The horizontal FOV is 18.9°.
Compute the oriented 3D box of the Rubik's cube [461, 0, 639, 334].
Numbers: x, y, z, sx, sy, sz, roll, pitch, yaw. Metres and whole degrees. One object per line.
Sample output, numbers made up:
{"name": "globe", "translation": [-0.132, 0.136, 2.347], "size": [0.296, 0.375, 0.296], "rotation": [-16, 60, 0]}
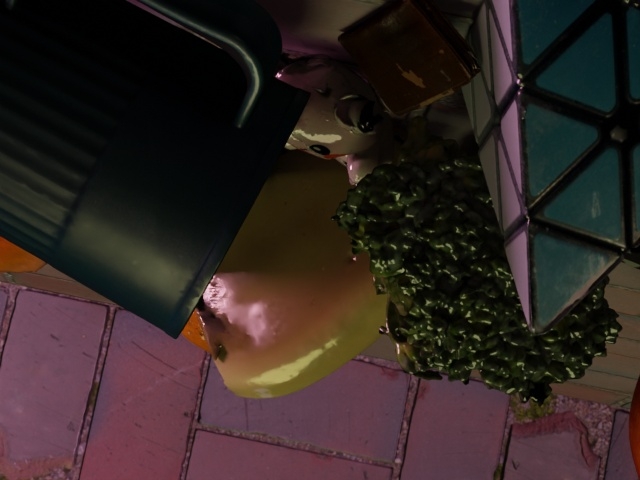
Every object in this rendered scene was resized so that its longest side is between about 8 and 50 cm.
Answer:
{"name": "Rubik's cube", "translation": [0.209, -0.109, 1.552], "size": [0.233, 0.229, 0.228], "rotation": [-48, 173, 36]}

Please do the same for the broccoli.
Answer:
{"name": "broccoli", "translation": [0.144, 0.011, 1.816], "size": [0.248, 0.288, 0.245], "rotation": [-23, -151, -14]}

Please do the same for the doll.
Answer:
{"name": "doll", "translation": [0.013, -0.114, 1.813], "size": [0.149, 0.095, 0.192], "rotation": [35, 177, 22]}

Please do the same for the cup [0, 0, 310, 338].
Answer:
{"name": "cup", "translation": [-0.187, -0.095, 1.624], "size": [0.292, 0.242, 0.308], "rotation": [29, 166, -2]}

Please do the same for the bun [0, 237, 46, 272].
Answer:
{"name": "bun", "translation": [-0.405, -0.093, 2.198], "size": [0.299, 0.164, 0.299], "rotation": [17, 154, 8]}

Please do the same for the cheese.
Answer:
{"name": "cheese", "translation": [0.000, 0.000, 2.014], "size": [0.316, 0.259, 0.128], "rotation": [-32, 167, 20]}

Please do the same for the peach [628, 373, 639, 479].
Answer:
{"name": "peach", "translation": [0.560, 0.233, 2.394], "size": [0.388, 0.388, 0.388], "rotation": [11, 169, 2]}

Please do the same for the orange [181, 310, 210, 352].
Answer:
{"name": "orange", "translation": [-0.071, 0.022, 2.225], "size": [0.246, 0.246, 0.246], "rotation": [11, 169, 2]}

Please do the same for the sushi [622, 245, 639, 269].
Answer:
{"name": "sushi", "translation": [0.316, -0.042, 1.980], "size": [0.343, 0.064, 0.359], "rotation": [22, 171, -7]}

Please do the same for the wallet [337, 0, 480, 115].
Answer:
{"name": "wallet", "translation": [0.075, -0.159, 1.635], "size": [0.095, 0.026, 0.176], "rotation": [52, 160, -5]}
